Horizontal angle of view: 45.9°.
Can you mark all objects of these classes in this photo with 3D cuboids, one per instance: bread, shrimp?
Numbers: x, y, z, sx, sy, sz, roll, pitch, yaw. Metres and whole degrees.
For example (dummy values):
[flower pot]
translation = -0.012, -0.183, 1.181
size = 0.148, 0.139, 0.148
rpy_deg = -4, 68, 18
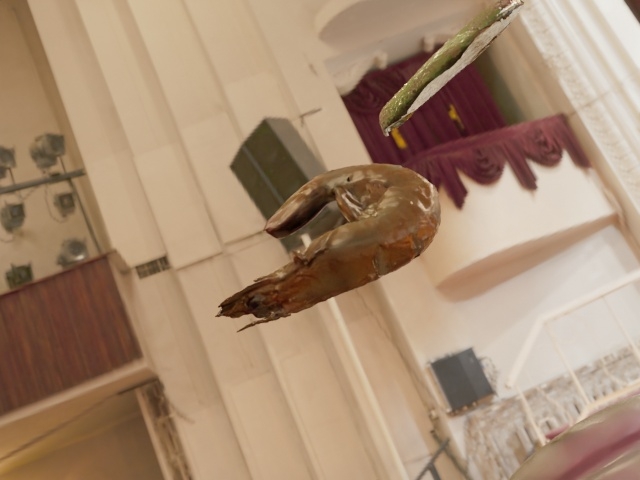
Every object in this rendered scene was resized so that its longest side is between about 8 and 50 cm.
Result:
[bread]
translation = 0.152, -0.214, 0.923
size = 0.228, 0.033, 0.228
rpy_deg = -44, -1, -1
[shrimp]
translation = -0.001, -0.005, 0.479
size = 0.162, 0.095, 0.045
rpy_deg = -26, -25, -9

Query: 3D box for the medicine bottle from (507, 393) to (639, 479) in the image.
[medicine bottle]
translation = 0.304, 0.301, 0.579
size = 0.212, 0.325, 0.212
rpy_deg = -16, -42, -15
